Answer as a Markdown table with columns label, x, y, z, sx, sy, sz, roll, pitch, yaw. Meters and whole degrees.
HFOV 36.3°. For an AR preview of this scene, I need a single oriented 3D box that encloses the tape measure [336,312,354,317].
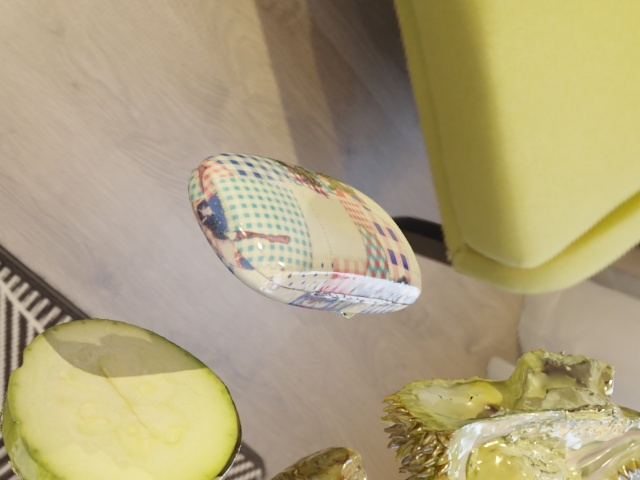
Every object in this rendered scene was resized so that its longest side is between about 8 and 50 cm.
| label | x | y | z | sx | sy | sz | roll | pitch | yaw |
| --- | --- | --- | --- | --- | --- | --- | --- | --- | --- |
| tape measure | 0.047 | 0.037 | 1.615 | 0.154 | 0.088 | 0.177 | -2 | 87 | -58 |

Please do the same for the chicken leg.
| label | x | y | z | sx | sy | sz | roll | pitch | yaw |
| --- | --- | --- | --- | --- | --- | --- | --- | --- | --- |
| chicken leg | -0.037 | 0.325 | 1.135 | 0.228 | 0.088 | 0.103 | -33 | 115 | -27 |

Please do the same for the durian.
| label | x | y | z | sx | sy | sz | roll | pitch | yaw |
| --- | --- | --- | --- | --- | --- | --- | --- | --- | --- |
| durian | 0.179 | 0.166 | 0.842 | 0.306 | 0.172 | 0.166 | 7 | 135 | -22 |

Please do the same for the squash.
| label | x | y | z | sx | sy | sz | roll | pitch | yaw |
| --- | --- | --- | --- | --- | --- | --- | --- | --- | --- |
| squash | -0.180 | 0.164 | 0.894 | 0.219 | 0.219 | 0.041 | 0 | 133 | -36 |

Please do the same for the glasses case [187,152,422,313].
| label | x | y | z | sx | sy | sz | roll | pitch | yaw |
| --- | --- | --- | --- | --- | --- | --- | --- | --- | --- |
| glasses case | 0.000 | 0.000 | 0.848 | 0.076 | 0.125 | 0.327 | -40 | 158 | 18 |
